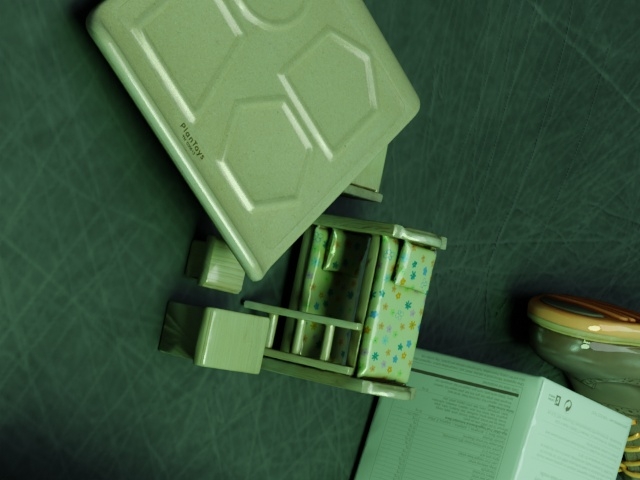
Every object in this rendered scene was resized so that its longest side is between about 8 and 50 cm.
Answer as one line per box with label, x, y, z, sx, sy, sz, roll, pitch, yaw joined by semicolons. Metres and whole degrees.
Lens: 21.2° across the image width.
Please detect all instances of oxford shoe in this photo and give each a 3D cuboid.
oxford shoe;0.274;0.139;1.418;0.363;0.130;0.133;26;85;-46

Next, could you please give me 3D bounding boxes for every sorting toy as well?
sorting toy;-0.038;-0.107;1.062;0.208;0.038;0.193;-49;117;-37

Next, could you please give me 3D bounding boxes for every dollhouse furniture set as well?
dollhouse furniture set;0.000;0.000;1.094;0.161;0.101;0.182;13;87;-49

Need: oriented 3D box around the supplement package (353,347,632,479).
supplement package;0.105;0.216;1.226;0.134;0.139;0.244;26;79;-47
